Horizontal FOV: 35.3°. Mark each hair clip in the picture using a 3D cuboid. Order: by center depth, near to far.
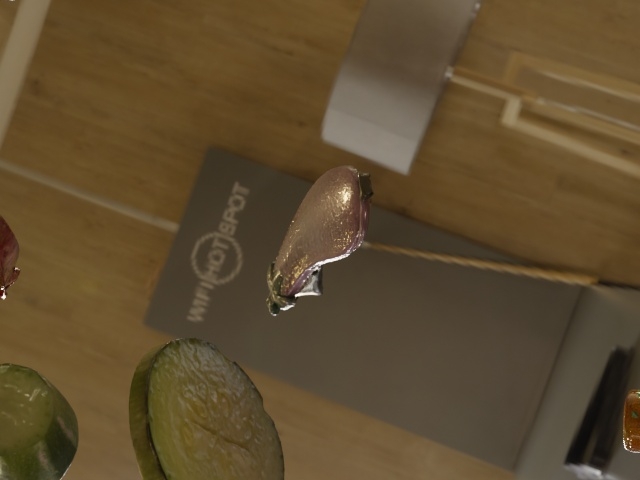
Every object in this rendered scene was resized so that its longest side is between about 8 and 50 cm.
[{"bbox_3d":[0.000,-0.002,1.387,0.110,0.095,0.359,-63,1,-31],"label":"hair clip"}]

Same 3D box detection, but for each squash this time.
[{"bbox_3d":[-0.121,0.205,1.041,0.041,0.219,0.219,-29,11,25],"label":"squash"},{"bbox_3d":[-0.390,0.234,1.257,0.123,0.170,0.170,107,-173,-59],"label":"squash"}]

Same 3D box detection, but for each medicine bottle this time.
[{"bbox_3d":[0.551,0.274,1.484,0.096,0.192,0.096,1,-90,-66],"label":"medicine bottle"}]

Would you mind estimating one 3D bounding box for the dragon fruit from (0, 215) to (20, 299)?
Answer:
[{"bbox_3d":[-0.558,0.028,1.178,0.371,0.386,0.249,-13,50,49],"label":"dragon fruit"}]
